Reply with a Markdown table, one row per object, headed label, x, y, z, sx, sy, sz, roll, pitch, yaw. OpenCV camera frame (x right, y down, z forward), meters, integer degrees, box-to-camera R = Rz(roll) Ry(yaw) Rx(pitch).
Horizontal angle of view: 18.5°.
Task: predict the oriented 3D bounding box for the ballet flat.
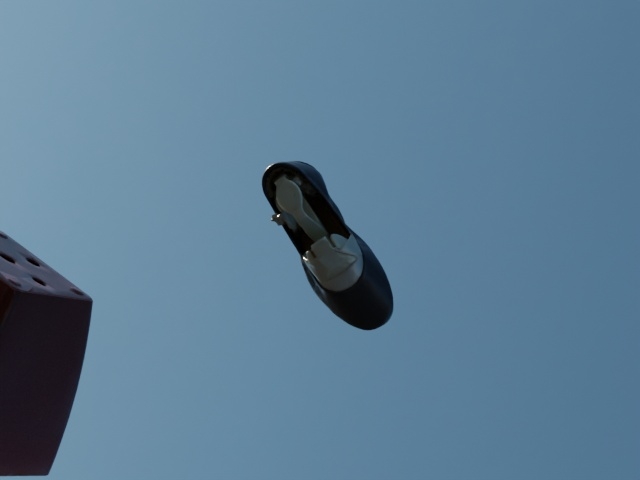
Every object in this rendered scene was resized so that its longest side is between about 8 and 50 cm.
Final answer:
| label | x | y | z | sx | sy | sz | roll | pitch | yaw |
| --- | --- | --- | --- | --- | --- | --- | --- | --- | --- |
| ballet flat | 0.000 | 0.000 | 1.888 | 0.203 | 0.074 | 0.074 | 59 | -37 | 29 |

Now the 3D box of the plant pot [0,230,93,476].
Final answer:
| label | x | y | z | sx | sy | sz | roll | pitch | yaw |
| --- | --- | --- | --- | --- | --- | --- | --- | --- | --- |
| plant pot | -0.439 | 0.118 | 2.405 | 0.267 | 0.267 | 0.235 | 34 | -81 | 25 |
